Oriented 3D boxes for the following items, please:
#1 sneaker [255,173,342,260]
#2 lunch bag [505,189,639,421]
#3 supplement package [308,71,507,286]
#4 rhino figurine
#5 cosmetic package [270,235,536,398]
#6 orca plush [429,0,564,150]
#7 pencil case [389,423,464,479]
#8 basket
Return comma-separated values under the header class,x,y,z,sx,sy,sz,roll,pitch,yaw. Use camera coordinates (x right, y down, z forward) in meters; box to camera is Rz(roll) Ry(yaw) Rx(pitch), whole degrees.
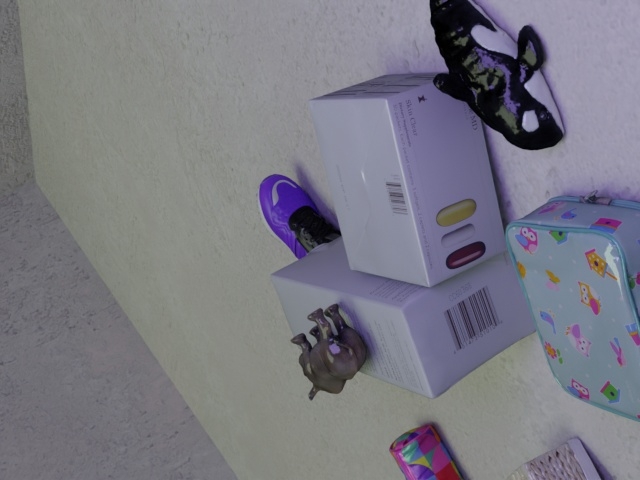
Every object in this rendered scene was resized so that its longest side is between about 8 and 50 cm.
class,x,y,z,sx,sy,sz,roll,pitch,yaw
sneaker,0.001,0.000,1.860,0.293,0.102,0.146,59,151,-8
lunch bag,0.347,0.074,1.264,0.224,0.108,0.279,14,128,61
supplement package,0.121,-0.092,1.438,0.204,0.145,0.261,12,121,58
rhino figurine,0.006,0.181,1.560,0.106,0.073,0.243,57,156,13
cosmetic package,0.115,0.093,1.598,0.385,0.217,0.156,10,125,61
orca plush,0.184,-0.225,1.260,0.151,0.102,0.287,-9,108,64
pencil case,0.221,0.462,1.921,0.236,0.104,0.104,60,155,3
basket,0.364,0.401,1.541,0.113,0.103,0.167,109,141,-58
